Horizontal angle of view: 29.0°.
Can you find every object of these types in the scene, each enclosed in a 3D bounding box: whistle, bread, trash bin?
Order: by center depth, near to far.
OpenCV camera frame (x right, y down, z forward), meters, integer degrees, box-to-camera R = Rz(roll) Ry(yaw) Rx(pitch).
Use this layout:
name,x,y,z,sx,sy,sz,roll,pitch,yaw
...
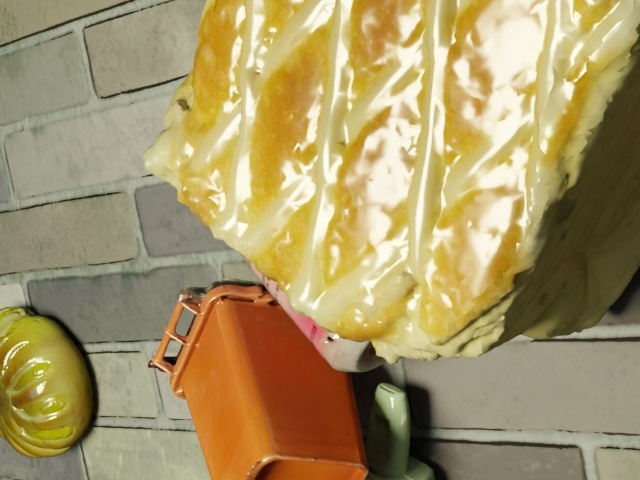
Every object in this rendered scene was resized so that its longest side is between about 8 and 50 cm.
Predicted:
name,x,y,z,sx,sy,sz,roll,pitch,yaw
bread,0.103,-0.142,0.972,0.371,0.279,0.390,41,123,26
trash bin,-0.058,0.163,1.211,0.239,0.184,0.161,-106,35,-49
whistle,0.062,0.261,1.241,0.110,0.092,0.244,24,119,48
bread,-0.393,0.194,1.646,0.213,0.104,0.213,16,115,39

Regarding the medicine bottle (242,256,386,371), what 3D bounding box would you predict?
name,x,y,z,sx,sy,sz,roll,pitch,yaw
medicine bottle,0.000,0.000,1.195,0.247,0.147,0.147,50,130,22
